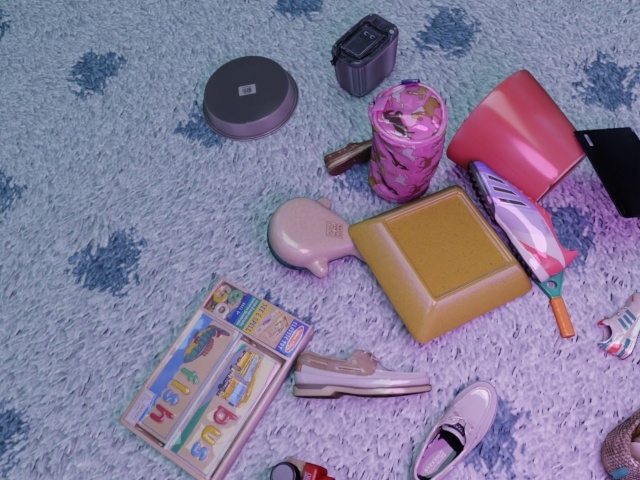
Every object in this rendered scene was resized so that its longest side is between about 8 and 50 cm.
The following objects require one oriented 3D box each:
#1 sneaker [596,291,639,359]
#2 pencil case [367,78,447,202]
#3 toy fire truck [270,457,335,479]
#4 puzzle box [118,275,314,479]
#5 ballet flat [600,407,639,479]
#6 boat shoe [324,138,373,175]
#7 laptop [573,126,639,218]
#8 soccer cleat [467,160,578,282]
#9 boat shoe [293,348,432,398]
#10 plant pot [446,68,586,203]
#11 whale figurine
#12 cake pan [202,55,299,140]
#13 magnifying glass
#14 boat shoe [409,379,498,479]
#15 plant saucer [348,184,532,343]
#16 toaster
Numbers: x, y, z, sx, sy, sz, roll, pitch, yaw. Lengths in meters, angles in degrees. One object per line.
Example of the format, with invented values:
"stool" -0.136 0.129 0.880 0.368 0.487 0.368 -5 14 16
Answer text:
"sneaker" 0.657 0.175 1.254 0.075 0.057 0.161 24 72 12
"pencil case" 0.191 -0.212 1.332 0.159 0.386 0.167 -19 73 -1
"toy fire truck" 0.019 0.566 1.117 0.246 0.158 0.217 6 64 22
"puzzle box" -0.232 0.311 1.314 0.272 0.052 0.409 26 70 18
"ballet flat" 0.759 0.314 1.103 0.482 0.182 0.164 -33 63 -9
"boat shoe" 0.091 -0.239 1.533 0.177 0.064 0.060 -26 65 -3
"laptop" 0.699 -0.125 1.308 0.136 0.264 0.235 -23 62 16
"soccer cleat" 0.452 -0.062 1.305 0.116 0.108 0.318 -34 82 12
"boat shoe" 0.088 0.288 1.247 0.301 0.113 0.104 -2 69 8
"plant pot" 0.484 -0.225 1.380 0.275 0.275 0.243 -40 76 -12
"whale figurine" 0.000 0.000 1.410 0.271 0.141 0.217 9 63 -15
"cake pan" -0.210 -0.425 1.673 0.292 0.054 0.294 -3 64 6
"magnifying glass" 0.536 0.112 1.321 0.092 0.026 0.231 -10 64 3
"boat shoe" 0.277 0.396 1.181 0.267 0.088 0.096 -43 66 -13
"plant saucer" 0.284 0.023 1.323 0.332 0.081 0.333 -21 63 -20
"toaster" 0.122 -0.513 1.617 0.129 0.146 0.227 38 73 23
